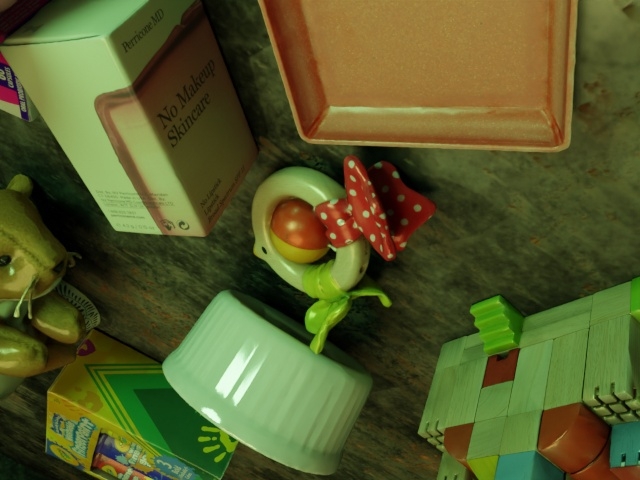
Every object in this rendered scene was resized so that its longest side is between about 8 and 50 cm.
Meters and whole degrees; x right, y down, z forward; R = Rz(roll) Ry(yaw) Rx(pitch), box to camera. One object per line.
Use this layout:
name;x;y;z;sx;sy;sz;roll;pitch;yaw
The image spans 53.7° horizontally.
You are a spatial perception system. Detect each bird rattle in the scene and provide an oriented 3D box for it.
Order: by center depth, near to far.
bird rattle;0.000;0.000;0.730;0.207;0.143;0.253;30;141;21

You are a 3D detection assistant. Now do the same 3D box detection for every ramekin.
ramekin;-0.063;0.182;0.869;0.277;0.135;0.277;30;177;2

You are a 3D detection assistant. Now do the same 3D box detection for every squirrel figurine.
squirrel figurine;-0.556;0.063;0.959;0.397;0.281;0.370;30;124;8

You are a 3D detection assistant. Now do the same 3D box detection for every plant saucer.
plant saucer;0.077;-0.193;0.524;0.259;0.047;0.258;6;138;24

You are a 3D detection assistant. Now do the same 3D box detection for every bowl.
bowl;-0.516;0.143;1.204;0.170;0.080;0.170;14;140;13

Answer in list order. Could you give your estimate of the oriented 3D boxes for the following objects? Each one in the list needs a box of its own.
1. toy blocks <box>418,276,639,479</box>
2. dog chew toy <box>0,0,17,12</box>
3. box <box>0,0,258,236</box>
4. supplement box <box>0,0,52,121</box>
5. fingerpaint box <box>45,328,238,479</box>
toy blocks;0.247;0.214;0.722;0.191;0.260;0.381;40;139;-17
dog chew toy;-0.325;-0.244;0.497;0.207;0.331;0.206;39;179;1
box;-0.176;-0.136;0.645;0.127;0.148;0.232;5;137;23
supplement box;-0.378;-0.238;0.671;0.220;0.114;0.111;25;142;4
fingerpaint box;-0.400;0.430;1.398;0.371;0.163;0.445;29;141;-4
